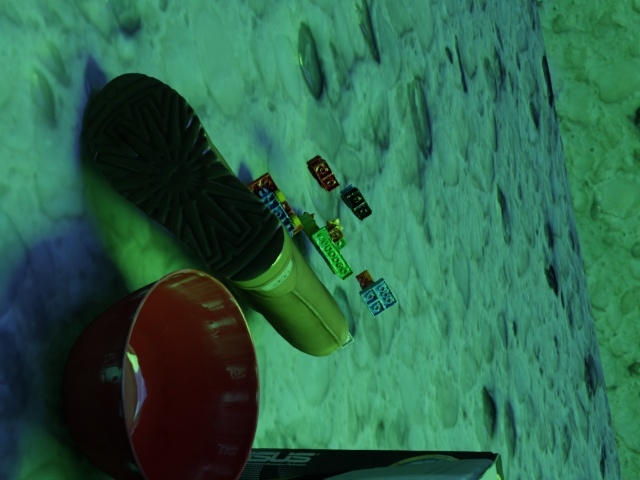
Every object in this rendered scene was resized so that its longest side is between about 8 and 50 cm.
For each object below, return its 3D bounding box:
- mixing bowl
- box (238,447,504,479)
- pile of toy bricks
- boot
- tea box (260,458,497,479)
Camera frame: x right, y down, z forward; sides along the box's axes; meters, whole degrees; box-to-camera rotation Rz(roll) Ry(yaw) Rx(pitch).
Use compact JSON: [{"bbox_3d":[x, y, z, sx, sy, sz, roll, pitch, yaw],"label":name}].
[{"bbox_3d":[-0.134,0.116,0.782,0.181,0.098,0.181,22,65,-59],"label":"mixing bowl"},{"bbox_3d":[-0.007,0.244,0.812,0.216,0.270,0.060,-36,118,-59],"label":"box"},{"bbox_3d":[0.000,0.000,1.091,0.212,0.118,0.105,59,-4,-21],"label":"pile of toy bricks"},{"bbox_3d":[-0.085,-0.007,0.904,0.236,0.089,0.269,51,-2,20],"label":"boot"},{"bbox_3d":[-0.043,0.303,0.554,0.220,0.324,0.329,37,45,-73],"label":"tea box"}]
